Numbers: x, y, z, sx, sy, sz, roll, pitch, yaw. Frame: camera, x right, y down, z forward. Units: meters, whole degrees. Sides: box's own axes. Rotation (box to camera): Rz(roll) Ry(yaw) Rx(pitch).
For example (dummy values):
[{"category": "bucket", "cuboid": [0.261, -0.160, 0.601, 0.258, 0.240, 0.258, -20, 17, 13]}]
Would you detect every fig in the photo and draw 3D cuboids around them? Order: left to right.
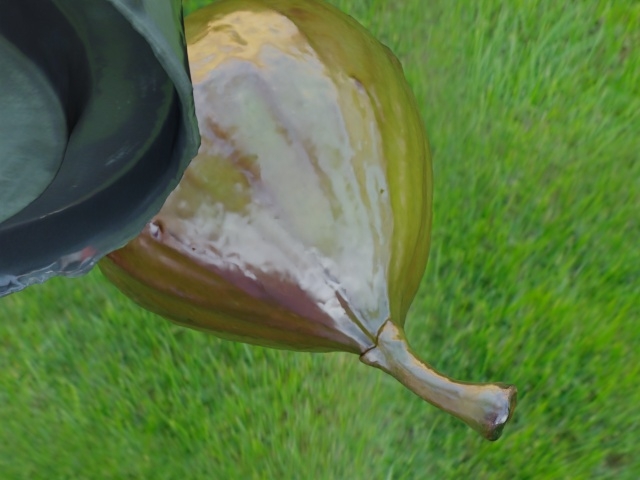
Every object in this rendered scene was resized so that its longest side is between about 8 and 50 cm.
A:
[{"category": "fig", "cuboid": [0.000, 0.000, 0.976, 0.217, 0.217, 0.321, -35, 50, -8]}]

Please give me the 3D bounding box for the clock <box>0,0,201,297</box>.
[{"category": "clock", "cuboid": [-0.208, -0.065, 0.661, 0.325, 0.325, 0.067, -2, 63, -1]}]
